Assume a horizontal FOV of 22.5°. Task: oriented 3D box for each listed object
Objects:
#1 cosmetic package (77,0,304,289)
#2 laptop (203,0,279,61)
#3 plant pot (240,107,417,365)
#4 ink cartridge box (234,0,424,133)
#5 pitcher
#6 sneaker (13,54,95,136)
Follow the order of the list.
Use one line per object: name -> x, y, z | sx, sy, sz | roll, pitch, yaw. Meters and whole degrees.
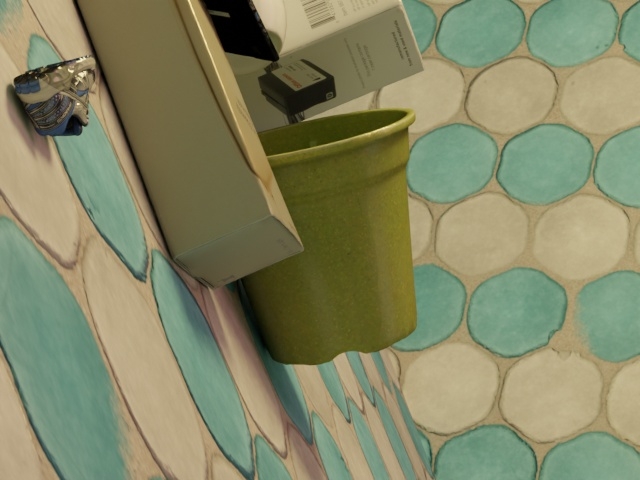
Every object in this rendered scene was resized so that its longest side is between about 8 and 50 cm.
cosmetic package -> -0.134, -0.121, 1.642 | 0.160, 0.113, 0.309 | 50, 16, -74
laptop -> -0.144, -0.352, 1.782 | 0.234, 0.136, 0.264 | 16, -35, 39
plant pot -> 0.000, 0.000, 1.866 | 0.276, 0.276, 0.254 | -88, 166, -79
ink cartridge box -> -0.052, -0.266, 2.042 | 0.129, 0.307, 0.223 | 64, 5, -49
pitcher -> -0.144, -0.291, 1.909 | 0.125, 0.178, 0.207 | 86, -18, -60
sneaker -> -0.204, -0.109, 1.251 | 0.135, 0.052, 0.058 | -61, 137, -75
